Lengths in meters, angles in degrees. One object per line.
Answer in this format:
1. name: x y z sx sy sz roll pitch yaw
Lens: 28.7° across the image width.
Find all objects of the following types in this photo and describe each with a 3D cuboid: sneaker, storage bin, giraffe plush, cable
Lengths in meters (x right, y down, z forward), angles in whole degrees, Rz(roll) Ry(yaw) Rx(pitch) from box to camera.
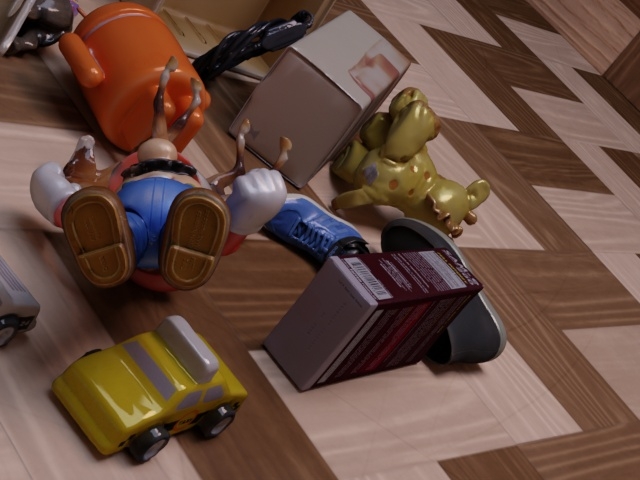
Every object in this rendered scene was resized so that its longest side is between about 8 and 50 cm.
1. sneaker: 0.001 -0.001 1.477 0.152 0.058 0.084 26 18 -38
2. storage bin: -0.109 -0.383 1.747 0.262 0.260 0.123 12 32 -43
3. giraffe plush: 0.130 -0.075 1.669 0.170 0.181 0.210 38 31 -18
4. sneaker: 0.129 0.056 1.521 0.118 0.083 0.222 -1 46 -53
5. cable: -0.103 -0.260 1.680 0.185 0.150 0.047 -28 100 -22

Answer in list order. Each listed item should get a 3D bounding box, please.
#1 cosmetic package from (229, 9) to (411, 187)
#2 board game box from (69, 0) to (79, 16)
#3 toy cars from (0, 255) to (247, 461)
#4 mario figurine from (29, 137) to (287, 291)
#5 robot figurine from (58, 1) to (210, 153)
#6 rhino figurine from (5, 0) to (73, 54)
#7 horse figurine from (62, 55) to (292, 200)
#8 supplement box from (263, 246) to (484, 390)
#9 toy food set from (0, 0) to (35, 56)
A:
1. cosmetic package: 0.008 -0.201 1.716 0.129 0.153 0.296 40 26 1
2. board game box: -0.376 -0.348 1.597 0.169 0.033 0.133 38 25 0
3. toy cars: -0.216 0.073 1.036 0.394 0.087 0.176 26 27 -24
4. mario figurine: -0.154 -0.042 1.134 0.198 0.170 0.320 37 0 -8
5. robot figurine: -0.211 -0.187 1.436 0.158 0.128 0.219 -18 53 -19
6. rhino figurine: -0.383 -0.318 1.489 0.243 0.073 0.106 50 34 18
7. horse figurine: -0.136 -0.074 1.347 0.263 0.174 0.066 34 -11 -38
8. supplement box: 0.062 0.079 1.341 0.073 0.130 0.239 49 26 23
9. toy food set: -0.438 -0.336 1.328 0.306 0.092 0.219 27 49 -15
